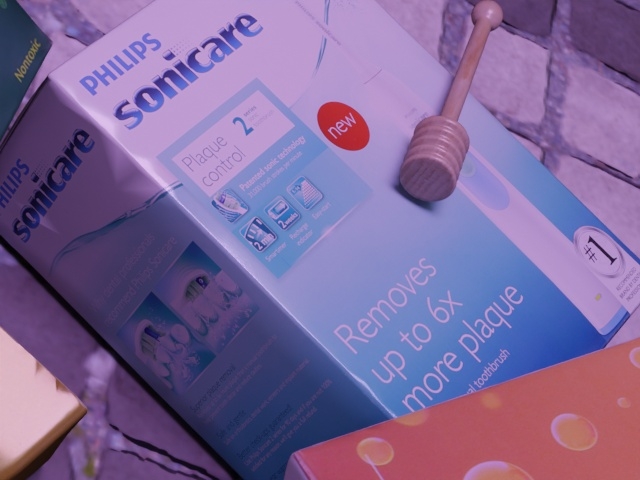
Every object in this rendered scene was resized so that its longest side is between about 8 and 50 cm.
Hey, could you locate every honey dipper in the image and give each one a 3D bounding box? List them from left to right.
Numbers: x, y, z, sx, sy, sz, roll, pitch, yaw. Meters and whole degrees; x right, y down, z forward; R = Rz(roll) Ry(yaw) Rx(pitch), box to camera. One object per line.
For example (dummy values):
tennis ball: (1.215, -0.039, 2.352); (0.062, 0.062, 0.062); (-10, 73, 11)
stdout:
honey dipper: (0.074, -0.079, 1.058); (0.030, 0.030, 0.160); (33, 41, -9)

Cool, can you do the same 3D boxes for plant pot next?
plant pot: (-0.173, 0.091, 0.918); (0.081, 0.081, 0.083); (43, 59, 0)

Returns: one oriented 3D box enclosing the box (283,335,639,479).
box: (0.171, 0.171, 0.881); (0.345, 0.168, 0.215); (-16, 51, -26)

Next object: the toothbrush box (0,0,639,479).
toothbrush box: (0.000, 0.000, 1.055); (0.295, 0.126, 0.216); (45, 46, 4)

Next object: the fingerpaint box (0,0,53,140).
fingerpaint box: (-0.336, -0.046, 0.749); (0.371, 0.163, 0.445); (51, 40, -30)
